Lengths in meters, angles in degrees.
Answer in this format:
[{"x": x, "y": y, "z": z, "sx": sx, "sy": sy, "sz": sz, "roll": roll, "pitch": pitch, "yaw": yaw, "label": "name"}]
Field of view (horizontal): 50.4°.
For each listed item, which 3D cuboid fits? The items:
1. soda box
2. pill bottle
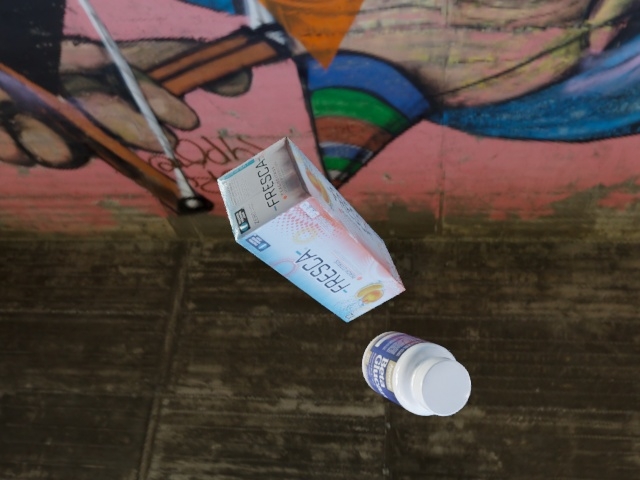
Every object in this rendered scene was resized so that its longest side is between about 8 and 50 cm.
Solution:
[{"x": 0.000, "y": 0.000, "z": 0.523, "sx": 0.063, "sy": 0.183, "sz": 0.058, "roll": -30, "pitch": -125, "yaw": 12, "label": "soda box"}, {"x": 0.128, "y": 0.179, "z": 0.911, "sx": 0.094, "sy": 0.169, "sz": 0.094, "roll": 0, "pitch": -90, "yaw": -18, "label": "pill bottle"}]
